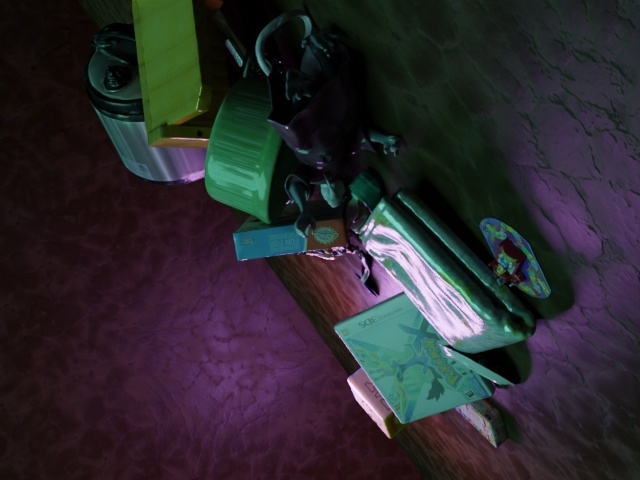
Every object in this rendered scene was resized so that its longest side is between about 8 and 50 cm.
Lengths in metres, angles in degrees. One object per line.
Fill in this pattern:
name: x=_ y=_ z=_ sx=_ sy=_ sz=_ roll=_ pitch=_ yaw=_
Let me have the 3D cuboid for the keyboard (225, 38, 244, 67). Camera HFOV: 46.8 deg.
keyboard: x=-0.170 y=-0.405 z=1.908 sx=0.256 sy=0.014 sz=0.072 roll=57 pitch=167 yaw=-15

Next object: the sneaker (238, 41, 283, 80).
sneaker: x=-0.152 y=-0.382 z=1.712 sx=0.108 sy=0.100 sz=0.271 roll=57 pitch=169 yaw=11

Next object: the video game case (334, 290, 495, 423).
video game case: x=0.232 y=0.296 z=1.875 sx=0.300 sy=0.036 sz=0.329 roll=-31 pitch=98 yaw=39

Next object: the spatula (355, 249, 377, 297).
spatula: x=0.128 y=0.091 z=2.121 sx=0.084 sy=0.030 sz=0.296 roll=51 pitch=168 yaw=23

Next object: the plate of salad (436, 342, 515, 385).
plate of salad: x=0.356 y=0.273 z=1.679 sx=0.200 sy=0.048 sz=0.200 roll=29 pitch=175 yaw=3

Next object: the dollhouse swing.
dollhouse swing: x=-0.236 y=-0.396 z=1.595 sx=0.305 sy=0.315 sz=0.346 roll=-7 pitch=89 yaw=42

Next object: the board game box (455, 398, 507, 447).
board game box: x=0.418 y=0.457 z=2.015 sx=0.193 sy=0.045 sz=0.146 roll=42 pitch=163 yaw=42

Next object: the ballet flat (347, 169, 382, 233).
ballet flat: x=0.098 y=-0.065 z=1.669 sx=0.083 sy=0.087 sz=0.247 roll=45 pitch=166 yaw=27

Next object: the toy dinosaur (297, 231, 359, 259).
toy dinosaur: x=0.000 y=0.000 z=2.072 sx=0.219 sy=0.164 sz=0.322 roll=23 pitch=151 yaw=0

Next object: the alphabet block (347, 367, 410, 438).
alphabet block: x=0.237 y=0.516 z=2.514 sx=0.197 sy=0.193 sz=0.192 roll=45 pitch=167 yaw=34

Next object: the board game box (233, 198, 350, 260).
board game box: x=-0.055 y=-0.035 z=1.723 sx=0.316 sy=0.242 sz=0.064 roll=-69 pitch=-29 yaw=-77

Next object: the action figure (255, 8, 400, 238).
action figure: x=-0.020 y=-0.191 z=1.387 sx=0.275 sy=0.248 sz=0.370 roll=47 pitch=163 yaw=32

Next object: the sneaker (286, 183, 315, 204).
sneaker: x=-0.067 y=-0.190 z=1.913 sx=0.147 sy=0.104 sz=0.295 roll=19 pitch=138 yaw=-10

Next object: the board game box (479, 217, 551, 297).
board game box: x=0.320 y=0.040 z=1.258 sx=0.168 sy=0.033 sz=0.133 roll=58 pitch=167 yaw=-23

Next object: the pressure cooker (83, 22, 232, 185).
pressure cooker: x=-0.433 y=-0.400 z=2.021 sx=0.420 sy=0.370 sz=0.375 roll=74 pitch=-175 yaw=-53

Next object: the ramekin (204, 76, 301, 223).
ramekin: x=-0.131 y=-0.199 z=1.574 sx=0.148 sy=0.303 sz=0.303 roll=17 pitch=161 yaw=6

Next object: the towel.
towel: x=0.232 y=0.073 z=1.482 sx=0.374 sy=0.090 sz=0.320 roll=46 pitch=169 yaw=5
